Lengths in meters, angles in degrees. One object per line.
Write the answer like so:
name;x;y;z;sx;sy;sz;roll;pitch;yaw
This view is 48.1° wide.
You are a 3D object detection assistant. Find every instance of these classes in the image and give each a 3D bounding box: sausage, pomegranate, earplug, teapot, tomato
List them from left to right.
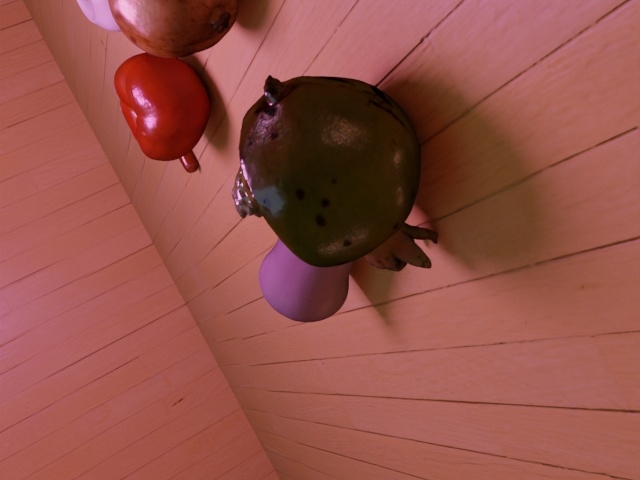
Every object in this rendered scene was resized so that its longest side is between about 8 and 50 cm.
teapot;-0.488;-0.592;1.628;0.298;0.139;0.204;63;161;-9
tomato;-0.347;-0.304;1.590;0.260;0.180;0.259;46;151;35
pomegranate;-0.233;-0.402;1.188;0.215;0.215;0.215;48;155;31
sausage;-0.366;-0.240;1.908;0.131;0.039;0.041;61;152;-1
earplug;0.000;0.000;1.218;0.172;0.172;0.301;54;152;19
pomegranate;0.031;-0.074;0.959;0.341;0.260;0.260;37;171;-29
